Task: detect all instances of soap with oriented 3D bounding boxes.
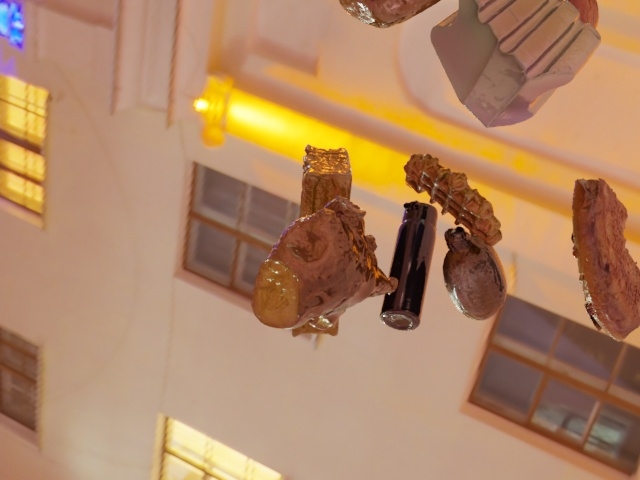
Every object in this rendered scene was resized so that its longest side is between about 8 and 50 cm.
[{"bbox_3d":[0.302,-0.307,1.541,0.115,0.208,0.347,-46,-1,37],"label":"soap"},{"bbox_3d":[0.000,0.000,1.793,0.199,0.091,0.315,-89,3,-71],"label":"soap"}]

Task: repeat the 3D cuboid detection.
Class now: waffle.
[{"bbox_3d":[0.217,-0.074,1.653,0.046,0.192,0.160,-45,-52,-14],"label":"waffle"}]

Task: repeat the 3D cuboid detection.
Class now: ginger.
[{"bbox_3d":[0.022,0.040,1.492,0.270,0.123,0.218,-4,-64,-57],"label":"ginger"}]

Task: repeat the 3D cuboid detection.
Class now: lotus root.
[{"bbox_3d":[0.262,0.053,1.701,0.113,0.088,0.192,-49,-51,-30],"label":"lotus root"}]

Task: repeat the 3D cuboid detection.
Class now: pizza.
[{"bbox_3d":[0.496,0.033,1.744,0.161,0.086,0.305,-26,-77,-48],"label":"pizza"}]

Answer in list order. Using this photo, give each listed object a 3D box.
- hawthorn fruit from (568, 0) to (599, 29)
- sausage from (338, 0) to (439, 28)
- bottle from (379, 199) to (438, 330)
[{"bbox_3d":[0.439,-0.435,2.062,0.265,0.265,0.307,92,-172,-46],"label":"hawthorn fruit"},{"bbox_3d":[0.243,-0.409,1.195,0.123,0.501,0.136,43,-153,-60],"label":"sausage"},{"bbox_3d":[0.164,0.042,1.760,0.082,0.072,0.244,39,-129,-36],"label":"bottle"}]
